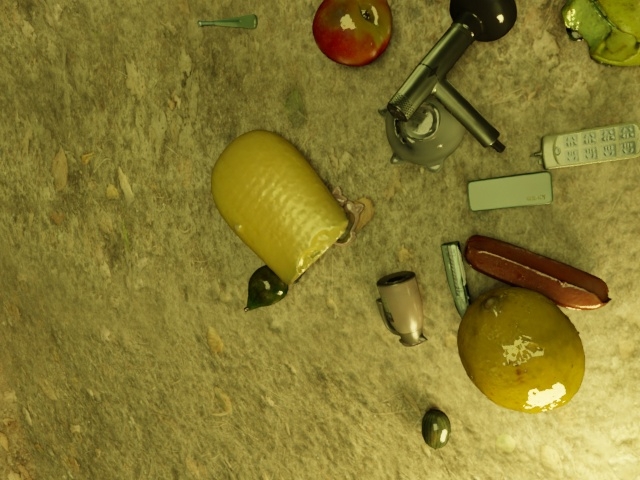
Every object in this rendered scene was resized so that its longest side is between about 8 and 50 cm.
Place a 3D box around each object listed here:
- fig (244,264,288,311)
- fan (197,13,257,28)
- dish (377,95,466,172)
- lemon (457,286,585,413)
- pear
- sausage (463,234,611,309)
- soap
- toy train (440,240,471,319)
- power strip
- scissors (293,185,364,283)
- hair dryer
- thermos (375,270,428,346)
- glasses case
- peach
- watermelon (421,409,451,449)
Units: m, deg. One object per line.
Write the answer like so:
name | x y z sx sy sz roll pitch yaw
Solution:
fig | -0.173 0.152 1.224 0.117 0.117 0.177 47 124 7
fan | -0.270 -0.626 1.173 0.193 0.016 0.038 7 103 18
dish | 0.243 -0.283 1.006 0.228 0.086 0.236 -38 85 21
lemon | 0.444 0.240 0.921 0.257 0.258 0.310 -26 110 22
pear | 0.609 -0.444 0.762 0.238 0.255 0.164 45 109 3
sausage | 0.502 0.077 0.968 0.330 0.102 0.102 23 106 15
soap | -0.134 -0.109 1.154 0.306 0.115 0.427 -43 80 22
toy train | 0.357 0.129 1.050 0.048 0.055 0.252 -11 94 21
power strip | 0.599 -0.211 0.920 0.226 0.029 0.080 -6 97 21
scissors | 0.000 0.000 1.174 0.160 0.024 0.318 37 109 9
hair dryer | 0.333 -0.363 0.934 0.284 0.155 0.320 29 95 -29
thermos | 0.215 0.190 1.097 0.137 0.105 0.193 -8 104 47
glasses case | 0.453 -0.117 0.983 0.184 0.039 0.078 -6 97 20
peach | 0.079 -0.526 1.012 0.190 0.192 0.190 -4 103 -18
watermelon | 0.316 0.518 1.118 0.078 0.078 0.111 7 102 19
